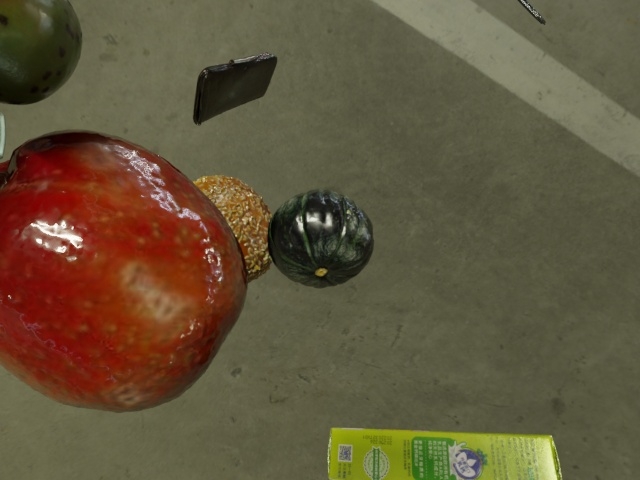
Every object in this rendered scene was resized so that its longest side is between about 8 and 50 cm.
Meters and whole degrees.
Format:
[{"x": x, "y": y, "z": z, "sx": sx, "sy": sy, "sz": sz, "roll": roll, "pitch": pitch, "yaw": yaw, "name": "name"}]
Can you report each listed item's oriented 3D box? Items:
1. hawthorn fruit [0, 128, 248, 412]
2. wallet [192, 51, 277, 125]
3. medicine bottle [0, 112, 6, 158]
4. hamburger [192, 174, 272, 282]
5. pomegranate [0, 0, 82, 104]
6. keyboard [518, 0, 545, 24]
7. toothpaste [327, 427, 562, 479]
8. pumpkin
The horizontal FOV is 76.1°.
[{"x": -0.254, "y": 0.015, "z": 0.446, "sx": 0.285, "sy": 0.284, "sz": 0.369, "roll": -51, "pitch": 132, "yaw": -18, "name": "hawthorn fruit"}, {"x": -0.192, "y": -0.364, "z": 0.952, "sx": 0.031, "sy": 0.137, "sz": 0.255, "roll": 38, "pitch": 44, "yaw": 7, "name": "wallet"}, {"x": -0.504, "y": -0.139, "z": 0.565, "sx": 0.117, "sy": 0.055, "sz": 0.074, "roll": -12, "pitch": 77, "yaw": 14, "name": "medicine bottle"}, {"x": -0.246, "y": -0.006, "z": 0.969, "sx": 0.291, "sy": 0.225, "sz": 0.291, "roll": 20, "pitch": 61, "yaw": -41, "name": "hamburger"}, {"x": -0.274, "y": -0.159, "z": 0.318, "sx": 0.159, "sy": 0.129, "sz": 0.129, "roll": -27, "pitch": 81, "yaw": 7, "name": "pomegranate"}, {"x": 0.395, "y": -0.521, "z": 0.847, "sx": 0.063, "sy": 0.010, "sz": 0.198, "roll": -11, "pitch": 65, "yaw": -45, "name": "keyboard"}, {"x": 0.174, "y": 0.329, "z": 0.607, "sx": 0.327, "sy": 0.110, "sz": 0.077, "roll": -11, "pitch": 55, "yaw": 26, "name": "toothpaste"}, {"x": 0.000, "y": 0.000, "z": 0.828, "sx": 0.220, "sy": 0.220, "sz": 0.162, "roll": 6, "pitch": 55, "yaw": -9, "name": "pumpkin"}]
